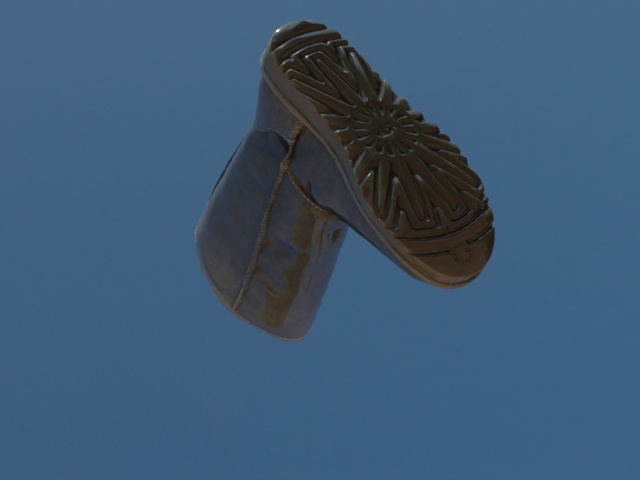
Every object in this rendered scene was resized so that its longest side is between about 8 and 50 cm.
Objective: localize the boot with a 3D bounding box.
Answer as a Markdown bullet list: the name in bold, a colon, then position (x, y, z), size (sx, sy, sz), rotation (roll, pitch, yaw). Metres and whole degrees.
- **boot**: position (0.002, 0.000, 0.957), size (0.076, 0.189, 0.208), rotation (-17, -29, -33)
